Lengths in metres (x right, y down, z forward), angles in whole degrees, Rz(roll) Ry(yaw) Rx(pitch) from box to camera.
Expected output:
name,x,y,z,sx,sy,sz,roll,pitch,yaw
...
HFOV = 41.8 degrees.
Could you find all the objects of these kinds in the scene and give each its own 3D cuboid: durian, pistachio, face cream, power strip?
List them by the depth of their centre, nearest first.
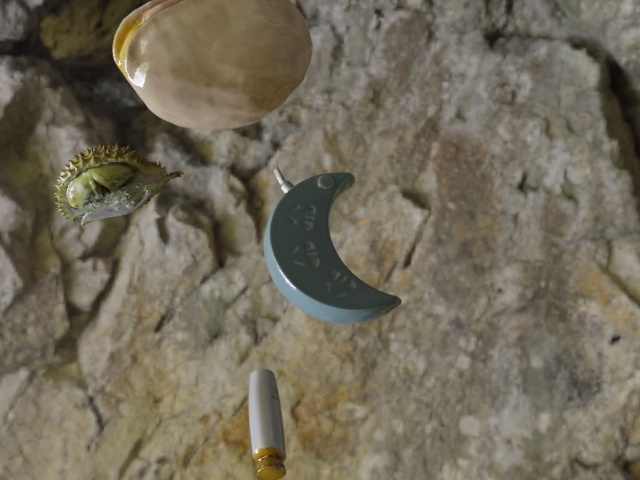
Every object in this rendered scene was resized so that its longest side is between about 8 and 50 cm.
name,x,y,z,sx,sy,sz,roll,pitch,yaw
power strip,0.000,0.000,0.969,0.137,0.216,0.044,-13,154,-16
pistachio,-0.158,-0.284,1.298,0.309,0.229,0.230,-5,-168,-23
face cream,-0.086,0.291,1.335,0.051,0.072,0.182,-19,-133,11
durian,-0.325,-0.107,1.349,0.208,0.146,0.102,-9,-124,-15
